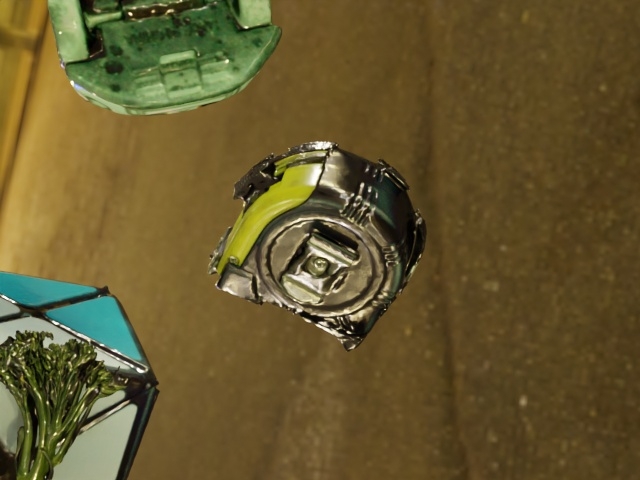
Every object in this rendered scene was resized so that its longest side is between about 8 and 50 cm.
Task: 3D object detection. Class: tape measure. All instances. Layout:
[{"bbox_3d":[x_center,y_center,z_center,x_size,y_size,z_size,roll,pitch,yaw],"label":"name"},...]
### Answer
[{"bbox_3d":[0.000,0.000,1.465,0.112,0.199,0.186,-76,13,-54],"label":"tape measure"}]

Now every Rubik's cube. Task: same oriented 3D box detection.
[{"bbox_3d":[-0.340,0.184,1.585,0.250,0.248,0.246,-70,24,14],"label":"Rubik's cube"}]

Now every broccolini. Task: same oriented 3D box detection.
[{"bbox_3d":[-0.300,0.191,1.344,0.271,0.123,0.062,-52,0,-17],"label":"broccolini"}]

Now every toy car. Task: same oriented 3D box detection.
[{"bbox_3d":[-0.121,-0.205,0.963,0.125,0.136,0.306,101,154,-67],"label":"toy car"}]
